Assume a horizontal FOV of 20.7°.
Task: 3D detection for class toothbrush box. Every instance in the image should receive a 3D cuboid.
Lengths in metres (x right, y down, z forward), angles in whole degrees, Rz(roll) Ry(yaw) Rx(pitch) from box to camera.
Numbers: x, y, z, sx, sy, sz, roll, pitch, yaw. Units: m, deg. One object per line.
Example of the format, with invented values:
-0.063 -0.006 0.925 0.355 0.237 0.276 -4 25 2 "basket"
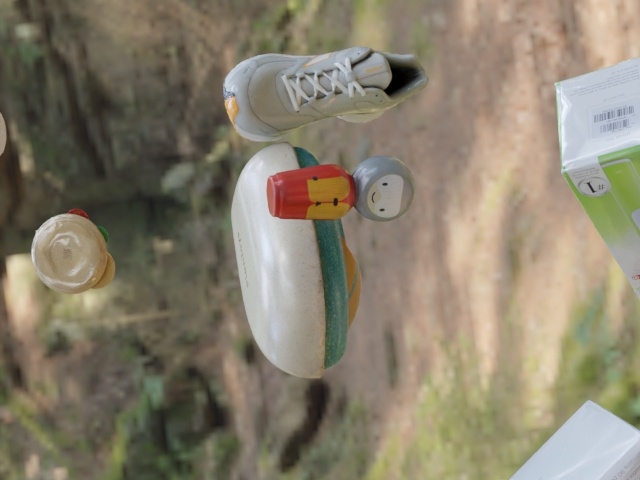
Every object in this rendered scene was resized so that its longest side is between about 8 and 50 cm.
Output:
0.382 -0.062 1.768 0.283 0.206 0.122 50 -148 -47 "toothbrush box"

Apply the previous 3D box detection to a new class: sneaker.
0.010 -0.178 1.957 0.262 0.121 0.099 -16 -91 -42 "sneaker"

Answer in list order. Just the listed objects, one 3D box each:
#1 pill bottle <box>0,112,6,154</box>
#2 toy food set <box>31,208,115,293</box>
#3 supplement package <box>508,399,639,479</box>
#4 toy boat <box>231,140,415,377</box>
-0.460 -0.125 2.107 0.086 0.152 0.086 -3 -90 -70 "pill bottle"
-0.247 0.012 1.736 0.020 0.083 0.083 -22 -81 -75 "toy food set"
0.232 0.274 1.386 0.203 0.194 0.149 45 179 -9 "supplement package"
0.000 0.000 1.863 0.318 0.148 0.267 116 147 -66 "toy boat"
